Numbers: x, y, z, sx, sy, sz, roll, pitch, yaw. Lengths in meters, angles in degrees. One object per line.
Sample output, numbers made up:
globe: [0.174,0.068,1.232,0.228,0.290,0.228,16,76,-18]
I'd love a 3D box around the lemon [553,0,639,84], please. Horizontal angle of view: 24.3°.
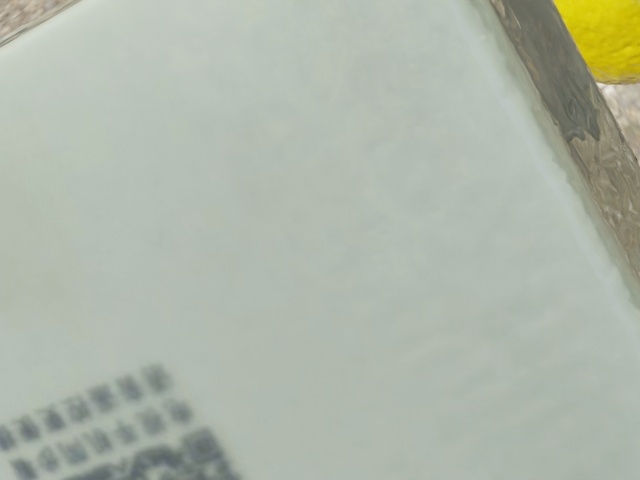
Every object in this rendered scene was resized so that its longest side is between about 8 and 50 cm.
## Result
lemon: [0.268,-0.253,1.319,0.253,0.228,0.228,33,112,34]

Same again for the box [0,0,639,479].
box: [-0.029,0.098,0.531,0.367,0.090,0.373,-23,106,28]
